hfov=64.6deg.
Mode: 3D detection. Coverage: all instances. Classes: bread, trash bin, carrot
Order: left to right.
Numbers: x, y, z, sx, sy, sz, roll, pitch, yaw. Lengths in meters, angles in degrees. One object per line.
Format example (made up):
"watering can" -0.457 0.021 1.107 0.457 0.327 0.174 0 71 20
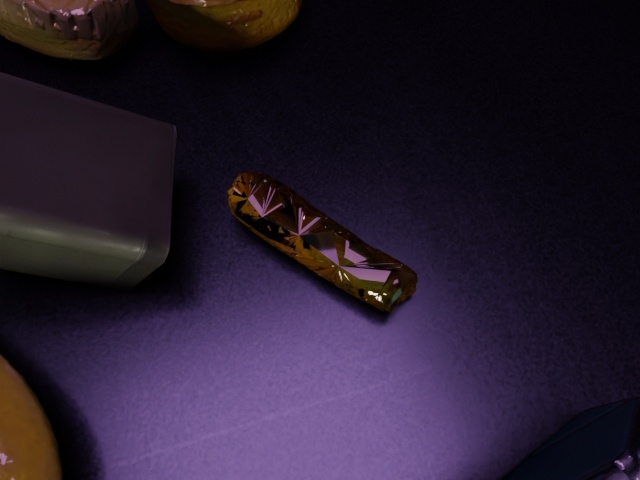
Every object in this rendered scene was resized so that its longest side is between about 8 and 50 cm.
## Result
"trash bin" -0.275 -0.056 0.477 0.241 0.122 0.163 13 59 -37
"bread" -0.361 -0.323 0.678 0.237 0.106 0.140 24 65 10
"bread" -0.139 -0.379 0.692 0.269 0.145 0.268 -1 61 2
"carrot" -0.001 0.000 0.552 0.229 0.069 0.069 33 68 13

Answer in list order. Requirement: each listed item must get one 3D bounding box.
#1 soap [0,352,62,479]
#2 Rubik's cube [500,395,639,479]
"soap" -0.420 0.191 0.423 0.427 0.115 0.306 34 65 15
"Rubik's cube" 0.239 0.248 0.356 0.205 0.205 0.207 -29 69 -14
